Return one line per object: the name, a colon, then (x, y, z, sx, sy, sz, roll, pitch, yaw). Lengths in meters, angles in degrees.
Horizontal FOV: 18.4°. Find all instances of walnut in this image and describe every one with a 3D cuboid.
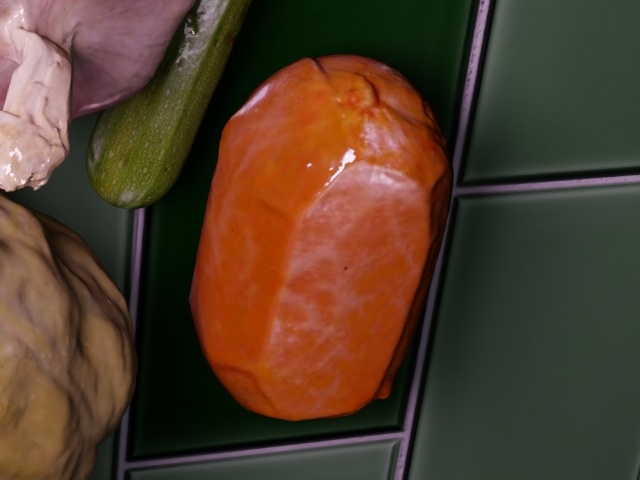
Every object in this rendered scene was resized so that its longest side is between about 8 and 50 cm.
walnut: (-0.257, 0.071, 1.151, 0.277, 0.282, 0.253, 33, 88, -38)

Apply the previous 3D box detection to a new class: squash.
squash: (-0.087, -0.116, 1.215, 0.066, 0.066, 0.229, 12, 118, -28)

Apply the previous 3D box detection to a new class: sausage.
sausage: (0.000, -0.001, 1.282, 0.153, 0.141, 0.268, -2, 128, -20)

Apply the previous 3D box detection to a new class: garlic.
garlic: (-0.171, -0.126, 1.060, 0.245, 0.253, 0.245, -10, 137, -10)
